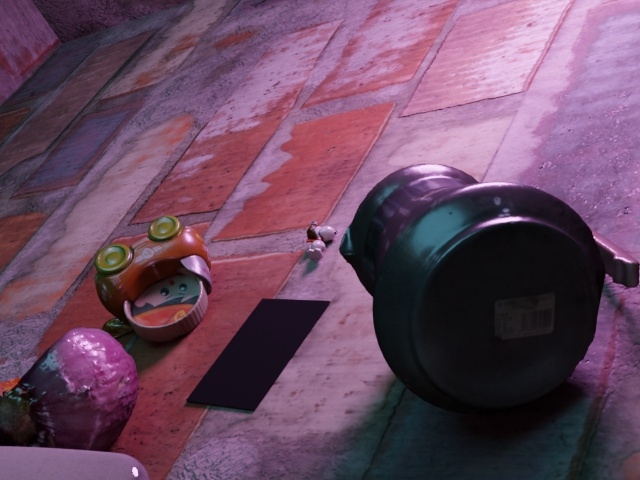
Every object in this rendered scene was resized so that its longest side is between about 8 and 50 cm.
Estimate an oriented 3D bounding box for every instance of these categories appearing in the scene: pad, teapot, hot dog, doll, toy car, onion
[{"bbox_3d":[-0.105,0.184,1.802,0.170,0.006,0.245,-1,42,42],"label":"pad"},{"bbox_3d":[0.224,0.037,1.461,0.376,0.305,0.362,-6,19,-11],"label":"teapot"},{"bbox_3d":[-0.397,0.168,2.085,0.090,0.034,0.030,-22,30,21],"label":"hot dog"},{"bbox_3d":[-0.006,0.002,1.959,0.058,0.040,0.085,4,44,33],"label":"doll"},{"bbox_3d":[-0.292,0.091,2.019,0.235,0.145,0.235,-7,49,8],"label":"toy car"},{"bbox_3d":[-0.386,0.278,1.797,0.267,0.159,0.349,-50,-12,16],"label":"onion"}]

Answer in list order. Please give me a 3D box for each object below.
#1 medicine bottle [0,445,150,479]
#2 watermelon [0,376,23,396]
[{"bbox_3d":[-0.436,0.414,1.538,0.375,0.123,0.282,1,41,10],"label":"medicine bottle"},{"bbox_3d":[-0.523,0.299,1.922,0.145,0.137,0.193,-8,-32,-38],"label":"watermelon"}]
